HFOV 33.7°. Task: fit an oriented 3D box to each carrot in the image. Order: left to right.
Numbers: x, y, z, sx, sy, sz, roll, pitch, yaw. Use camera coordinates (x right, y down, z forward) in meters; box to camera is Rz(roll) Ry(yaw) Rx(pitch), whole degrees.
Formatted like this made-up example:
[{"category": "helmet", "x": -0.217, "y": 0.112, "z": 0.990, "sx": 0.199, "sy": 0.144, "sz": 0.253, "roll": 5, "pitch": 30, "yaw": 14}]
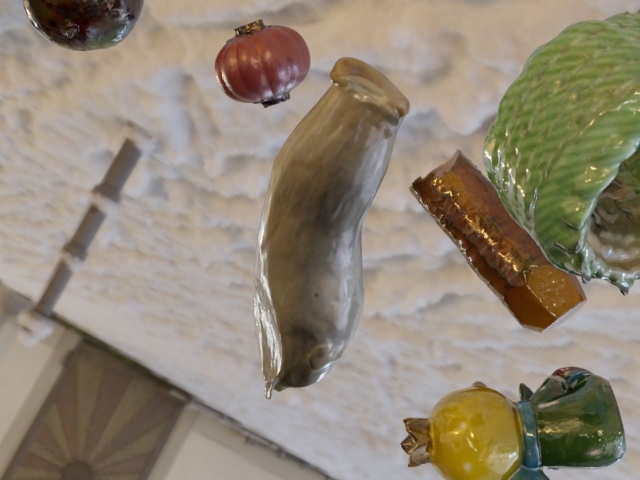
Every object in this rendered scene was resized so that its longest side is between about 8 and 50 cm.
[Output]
[{"category": "carrot", "x": 0.250, "y": -0.004, "z": 1.505, "sx": 0.302, "sy": 0.114, "sz": 0.114, "roll": 51, "pitch": 168, "yaw": 19}]

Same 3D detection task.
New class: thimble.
[{"category": "thimble", "x": 0.255, "y": -0.075, "z": 0.870, "sx": 0.219, "sy": 0.219, "sz": 0.150, "roll": 45, "pitch": -169, "yaw": -43}]

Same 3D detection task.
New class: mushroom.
[{"category": "mushroom", "x": -0.002, "y": -0.001, "z": 0.953, "sx": 0.109, "sy": 0.097, "sz": 0.351, "roll": 10, "pitch": 126, "yaw": -2}]

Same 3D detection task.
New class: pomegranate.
[{"category": "pomegranate", "x": -0.274, "y": -0.300, "z": 1.263, "sx": 0.148, "sy": 0.169, "sz": 0.148, "roll": 11, "pitch": 124, "yaw": 17}]

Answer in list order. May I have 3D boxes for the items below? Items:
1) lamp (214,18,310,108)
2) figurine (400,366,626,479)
[{"category": "lamp", "x": -0.063, "y": -0.193, "z": 1.154, "sx": 0.107, "sy": 0.107, "sz": 0.092, "roll": -1, "pitch": 112, "yaw": 52}, {"category": "figurine", "x": 0.206, "y": 0.202, "z": 1.167, "sx": 0.234, "sy": 0.127, "sz": 0.185, "roll": -13, "pitch": -165, "yaw": 8}]
